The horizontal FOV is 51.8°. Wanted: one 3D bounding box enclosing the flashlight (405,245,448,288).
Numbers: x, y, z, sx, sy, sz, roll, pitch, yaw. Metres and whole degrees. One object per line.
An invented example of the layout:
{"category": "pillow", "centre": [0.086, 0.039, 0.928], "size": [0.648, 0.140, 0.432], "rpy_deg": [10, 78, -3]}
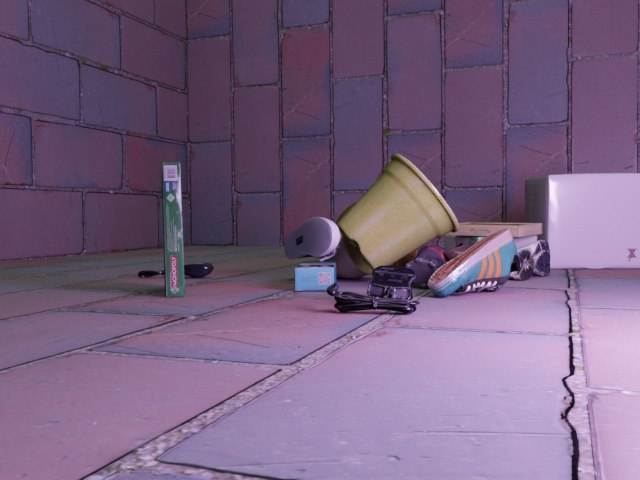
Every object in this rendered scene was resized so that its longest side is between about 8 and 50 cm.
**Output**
{"category": "flashlight", "centre": [0.291, 0.070, 1.816], "size": [0.103, 0.103, 0.304], "rpy_deg": [-28, -5, 18]}

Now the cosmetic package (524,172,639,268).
{"category": "cosmetic package", "centre": [0.944, -0.073, 2.395], "size": [0.330, 0.327, 0.394], "rpy_deg": [0, 3, 6]}

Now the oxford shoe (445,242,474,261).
{"category": "oxford shoe", "centre": [0.449, 0.039, 1.952], "size": [0.098, 0.097, 0.271], "rpy_deg": [38, 19, 20]}

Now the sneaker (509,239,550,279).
{"category": "sneaker", "centre": [0.594, 0.057, 1.969], "size": [0.122, 0.110, 0.283], "rpy_deg": [-3, 0, 42]}

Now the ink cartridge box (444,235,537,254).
{"category": "ink cartridge box", "centre": [0.564, 0.038, 2.225], "size": [0.211, 0.121, 0.289], "rpy_deg": [-2, 3, -12]}

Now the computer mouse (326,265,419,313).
{"category": "computer mouse", "centre": [0.107, 0.110, 1.366], "size": [0.184, 0.060, 0.262], "rpy_deg": [4, 14, 5]}

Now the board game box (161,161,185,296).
{"category": "board game box", "centre": [-0.371, -0.028, 1.649], "size": [0.046, 0.317, 0.213], "rpy_deg": [-2, 2, -15]}

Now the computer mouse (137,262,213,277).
{"category": "computer mouse", "centre": [-0.450, 0.103, 2.050], "size": [0.242, 0.041, 0.071], "rpy_deg": [-7, -8, 9]}

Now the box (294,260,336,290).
{"category": "box", "centre": [-0.010, 0.092, 1.758], "size": [0.101, 0.060, 0.244], "rpy_deg": [-1, 2, 2]}

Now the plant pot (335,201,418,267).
{"category": "plant pot", "centre": [0.204, 0.012, 2.178], "size": [0.237, 0.237, 0.254], "rpy_deg": [-2, 18, -29]}

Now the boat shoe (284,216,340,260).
{"category": "boat shoe", "centre": [0.000, 0.004, 1.856], "size": [0.105, 0.113, 0.306], "rpy_deg": [0, -13, -25]}

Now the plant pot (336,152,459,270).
{"category": "plant pot", "centre": [0.193, -0.055, 1.817], "size": [0.254, 0.276, 0.276], "rpy_deg": [-39, 4, -1]}

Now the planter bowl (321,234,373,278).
{"category": "planter bowl", "centre": [0.072, 0.049, 1.961], "size": [0.109, 0.162, 0.162], "rpy_deg": [-30, -13, 27]}

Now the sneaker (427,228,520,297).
{"category": "sneaker", "centre": [0.380, 0.078, 1.563], "size": [0.302, 0.121, 0.108], "rpy_deg": [-28, 2, -35]}

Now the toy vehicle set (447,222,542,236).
{"category": "toy vehicle set", "centre": [0.556, -0.037, 2.132], "size": [0.267, 0.035, 0.166], "rpy_deg": [2, 5, 43]}
